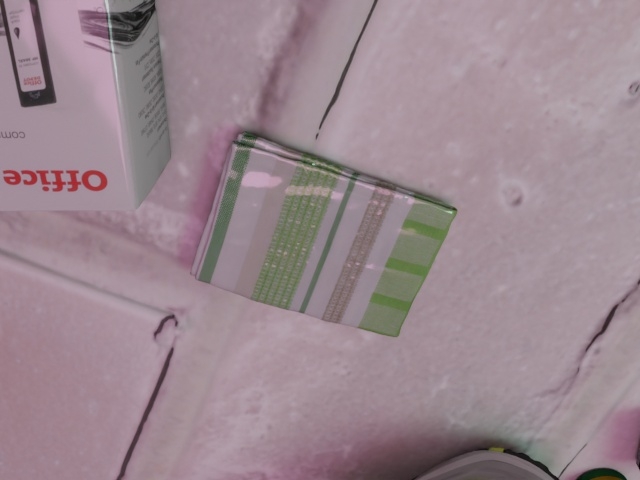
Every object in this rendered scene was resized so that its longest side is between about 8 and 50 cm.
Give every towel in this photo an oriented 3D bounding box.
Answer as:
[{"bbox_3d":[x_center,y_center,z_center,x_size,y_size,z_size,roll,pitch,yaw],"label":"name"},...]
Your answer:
[{"bbox_3d":[0.000,0.000,0.493,0.151,0.023,0.113,17,119,-9],"label":"towel"}]

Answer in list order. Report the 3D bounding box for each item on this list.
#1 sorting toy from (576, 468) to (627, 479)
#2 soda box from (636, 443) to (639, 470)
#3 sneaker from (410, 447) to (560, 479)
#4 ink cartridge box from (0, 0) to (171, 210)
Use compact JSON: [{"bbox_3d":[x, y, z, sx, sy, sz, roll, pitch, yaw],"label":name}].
[{"bbox_3d":[0.214,0.319,0.635,0.132,0.046,0.275,-13,117,9],"label":"sorting toy"},{"bbox_3d":[0.327,0.159,0.543,0.168,0.053,0.060,-1,117,2],"label":"soda box"},{"bbox_3d":[0.007,0.281,0.545,0.384,0.147,0.145,-37,82,13],"label":"sneaker"},{"bbox_3d":[-0.169,-0.120,0.396,0.148,0.086,0.203,0,117,2],"label":"ink cartridge box"}]
